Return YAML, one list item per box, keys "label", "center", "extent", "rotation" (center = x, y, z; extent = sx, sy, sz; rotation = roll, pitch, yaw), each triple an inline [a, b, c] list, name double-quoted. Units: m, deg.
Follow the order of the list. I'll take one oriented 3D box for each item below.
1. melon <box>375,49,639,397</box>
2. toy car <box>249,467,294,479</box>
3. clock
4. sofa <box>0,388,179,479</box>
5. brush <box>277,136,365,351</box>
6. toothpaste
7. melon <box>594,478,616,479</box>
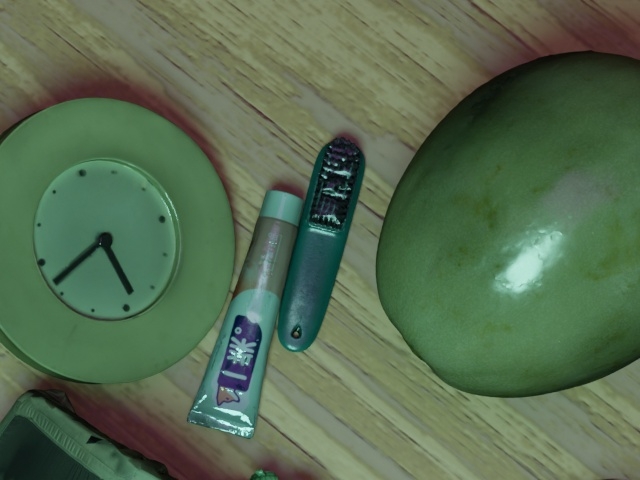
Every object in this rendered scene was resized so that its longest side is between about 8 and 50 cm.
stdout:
- label: "melon"
  center: [0.189, -0.014, 1.494]
  extent: [0.271, 0.272, 0.308]
  rotation: [34, 65, 7]
- label: "toy car"
  center: [-0.085, 0.239, 1.494]
  extent: [0.186, 0.058, 0.093]
  rotation: [-9, 68, 5]
- label: "clock"
  center: [-0.178, 0.001, 1.529]
  extent: [0.235, 0.029, 0.235]
  rotation: [4, 83, -30]
- label: "sofa"
  center: [-0.178, 0.249, 1.437]
  extent: [0.176, 0.225, 0.210]
  rotation: [40, 78, -37]
- label: "brush"
  center: [0.000, 0.000, 1.591]
  extent: [0.043, 0.032, 0.193]
  rotation: [15, 70, 0]
- label: "toothpaste"
  center: [-0.056, 0.059, 1.568]
  extent: [0.056, 0.036, 0.205]
  rotation: [15, 76, 3]
- label: "melon"
  center: [0.250, 0.255, 1.493]
  extent: [0.093, 0.202, 0.140]
  rotation: [-24, 110, -30]
